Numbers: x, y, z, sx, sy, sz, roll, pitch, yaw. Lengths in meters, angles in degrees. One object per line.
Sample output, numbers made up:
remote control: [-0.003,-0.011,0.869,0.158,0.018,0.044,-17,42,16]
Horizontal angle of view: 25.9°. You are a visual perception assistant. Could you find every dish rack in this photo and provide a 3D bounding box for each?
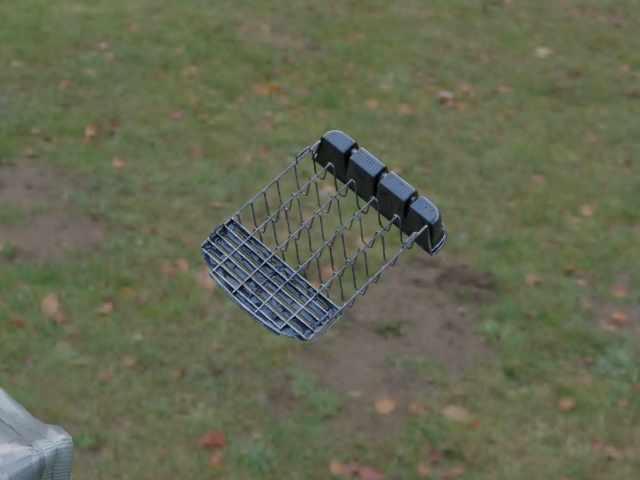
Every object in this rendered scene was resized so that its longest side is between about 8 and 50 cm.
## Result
dish rack: [0.000,0.000,1.692,0.208,0.074,0.271,39,68,20]

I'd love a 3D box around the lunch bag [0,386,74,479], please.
lunch bag: [-0.227,0.197,0.510,0.235,0.287,0.169,-10,26,-37]
